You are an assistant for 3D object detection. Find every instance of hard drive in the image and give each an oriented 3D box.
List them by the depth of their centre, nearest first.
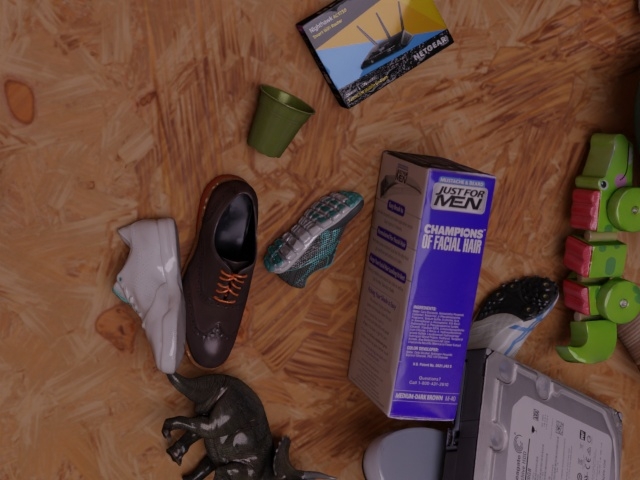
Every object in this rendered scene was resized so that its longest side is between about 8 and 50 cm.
[{"bbox_3d":[0.310,0.313,1.874,0.339,0.064,0.237,27,62,-37],"label":"hard drive"}]

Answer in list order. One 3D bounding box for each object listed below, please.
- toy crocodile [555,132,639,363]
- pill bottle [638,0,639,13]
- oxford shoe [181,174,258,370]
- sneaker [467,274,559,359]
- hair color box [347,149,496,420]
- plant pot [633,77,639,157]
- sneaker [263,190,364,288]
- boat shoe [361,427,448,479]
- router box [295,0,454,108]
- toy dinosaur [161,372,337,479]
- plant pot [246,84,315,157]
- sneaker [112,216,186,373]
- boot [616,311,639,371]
[{"bbox_3d":[0.401,0.013,1.917,0.105,0.115,0.341,0,100,-24],"label":"toy crocodile"},{"bbox_3d":[0.571,-0.335,1.902,0.208,0.117,0.118,9,98,-18],"label":"pill bottle"},{"bbox_3d":[-0.136,0.050,1.777,0.097,0.098,0.271,4,100,-17],"label":"oxford shoe"},{"bbox_3d":[0.259,0.145,1.934,0.237,0.085,0.086,-44,144,-11],"label":"sneaker"},{"bbox_3d":[0.135,0.058,1.815,0.110,0.185,0.339,4,100,-18],"label":"hair color box"},{"bbox_3d":[0.569,-0.162,1.819,0.293,0.293,0.235,-39,122,-6],"label":"plant pot"},{"bbox_3d":[0.000,0.000,1.838,0.166,0.065,0.076,-41,125,-2],"label":"sneaker"},{"bbox_3d":[0.171,0.351,1.898,0.367,0.156,0.136,15,67,-38],"label":"boat shoe"},{"bbox_3d":[0.074,-0.282,1.802,0.179,0.046,0.133,-34,108,-8],"label":"router box"},{"bbox_3d":[-0.129,0.266,1.832,0.160,0.121,0.313,-36,102,-21],"label":"toy dinosaur"},{"bbox_3d":[-0.060,-0.156,1.776,0.083,0.083,0.079,21,106,-19],"label":"plant pot"},{"bbox_3d":[-0.229,0.076,1.749,0.094,0.080,0.212,-6,71,-1],"label":"sneaker"},{"bbox_3d":[0.601,0.124,1.968,0.283,0.109,0.220,-40,84,-1],"label":"boot"}]
